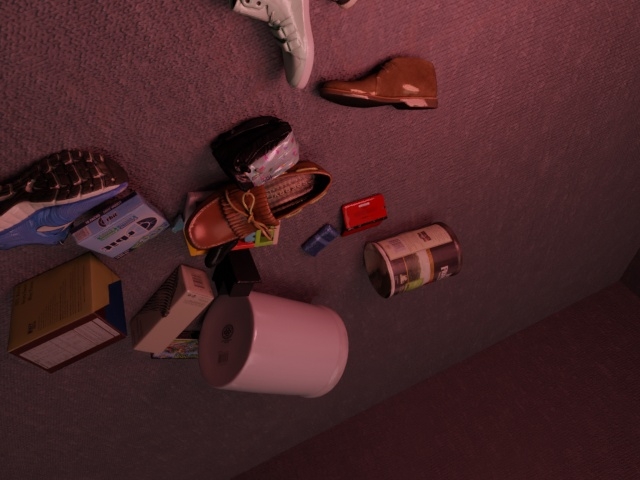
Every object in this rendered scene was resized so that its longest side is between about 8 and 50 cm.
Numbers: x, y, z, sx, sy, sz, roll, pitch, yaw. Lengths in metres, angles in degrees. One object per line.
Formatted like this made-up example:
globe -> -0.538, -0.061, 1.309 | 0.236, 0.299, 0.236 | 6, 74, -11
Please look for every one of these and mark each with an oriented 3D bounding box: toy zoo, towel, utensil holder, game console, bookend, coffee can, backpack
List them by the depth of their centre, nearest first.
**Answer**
backpack -> -0.140, -0.203, 0.980 | 0.182, 0.152, 0.115 | -36, 147, -12
toy zoo -> -0.248, -0.051, 1.137 | 0.294, 0.030, 0.192 | -8, 132, -24
bookend -> -0.246, 0.115, 1.226 | 0.073, 0.157, 0.156 | 2, 130, -32
towel -> 0.000, 0.000, 1.352 | 0.119, 0.029, 0.067 | -41, 139, 14
game console -> 0.131, -0.079, 1.360 | 0.144, 0.085, 0.123 | -18, 108, -14
utensil holder -> -0.155, 0.338, 1.398 | 0.386, 0.327, 0.327 | 23, 118, -41
coffee can -> 0.318, 0.066, 1.478 | 0.276, 0.201, 0.201 | -16, 139, -15

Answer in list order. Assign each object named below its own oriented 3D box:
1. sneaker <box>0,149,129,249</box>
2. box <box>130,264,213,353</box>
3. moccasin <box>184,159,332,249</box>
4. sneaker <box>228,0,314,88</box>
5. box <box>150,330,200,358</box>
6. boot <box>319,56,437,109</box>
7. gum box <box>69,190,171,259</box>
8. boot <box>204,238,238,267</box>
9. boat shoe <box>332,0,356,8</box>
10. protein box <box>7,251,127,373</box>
sneaker -> -0.559, -0.075, 0.887 | 0.331, 0.129, 0.147 | -22, 155, -5
box -> -0.440, 0.205, 1.244 | 0.275, 0.113, 0.094 | -45, 138, 17
moccasin -> -0.144, -0.082, 1.034 | 0.381, 0.147, 0.139 | -22, 111, -20
sneaker -> -0.098, -0.410, 0.805 | 0.151, 0.094, 0.255 | -19, 130, -21
box -> -0.459, 0.358, 1.452 | 0.207, 0.036, 0.114 | 12, 126, -39
boot -> 0.142, -0.375, 1.011 | 0.306, 0.112, 0.115 | -5, 105, -21
gum box -> -0.444, -0.028, 0.967 | 0.157, 0.041, 0.184 | -34, 171, -8
boot -> -0.285, 0.009, 1.115 | 0.121, 0.045, 0.099 | -43, 140, 1
boat shoe -> 0.086, -0.551, 0.776 | 0.079, 0.084, 0.233 | 17, 125, -42
protein box -> -0.611, 0.175, 1.036 | 0.201, 0.199, 0.135 | -26, 140, -5
